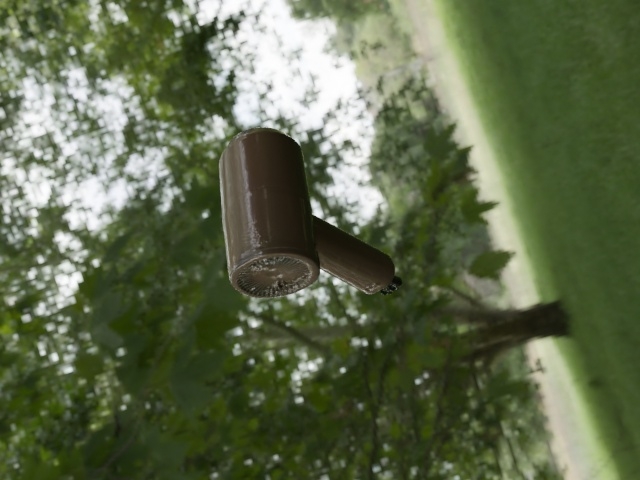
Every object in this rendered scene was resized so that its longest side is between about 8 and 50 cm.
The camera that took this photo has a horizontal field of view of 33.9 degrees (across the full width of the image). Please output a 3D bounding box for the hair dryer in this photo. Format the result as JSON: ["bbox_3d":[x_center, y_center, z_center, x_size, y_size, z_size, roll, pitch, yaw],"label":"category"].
[{"bbox_3d":[0.000,0.000,0.780,0.182,0.064,0.117,30,-138,-43],"label":"hair dryer"}]
